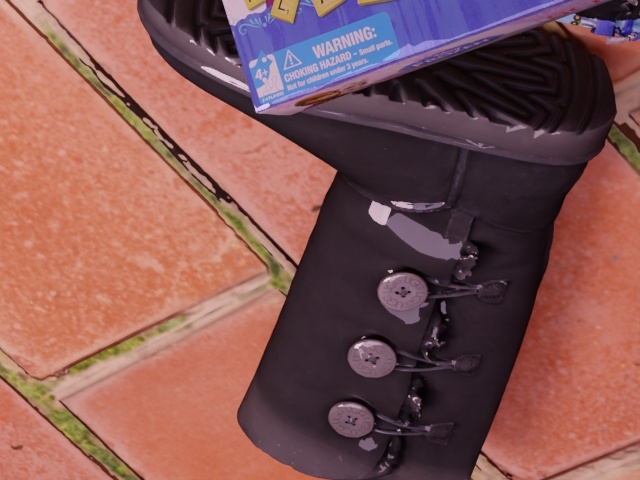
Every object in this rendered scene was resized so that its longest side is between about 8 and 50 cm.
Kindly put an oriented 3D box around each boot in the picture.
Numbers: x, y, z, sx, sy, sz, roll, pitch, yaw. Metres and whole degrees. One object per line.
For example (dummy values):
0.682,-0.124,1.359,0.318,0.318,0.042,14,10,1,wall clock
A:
0.002,0.001,1.515,0.367,0.146,0.445,19,137,3,boot

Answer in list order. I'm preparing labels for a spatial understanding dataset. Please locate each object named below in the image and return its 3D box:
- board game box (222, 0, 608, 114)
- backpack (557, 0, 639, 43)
0.064,-0.275,1.152,0.319,0.066,0.318,-19,86,20,board game box
0.223,-0.207,1.250,0.173,0.158,0.117,11,142,-7,backpack
